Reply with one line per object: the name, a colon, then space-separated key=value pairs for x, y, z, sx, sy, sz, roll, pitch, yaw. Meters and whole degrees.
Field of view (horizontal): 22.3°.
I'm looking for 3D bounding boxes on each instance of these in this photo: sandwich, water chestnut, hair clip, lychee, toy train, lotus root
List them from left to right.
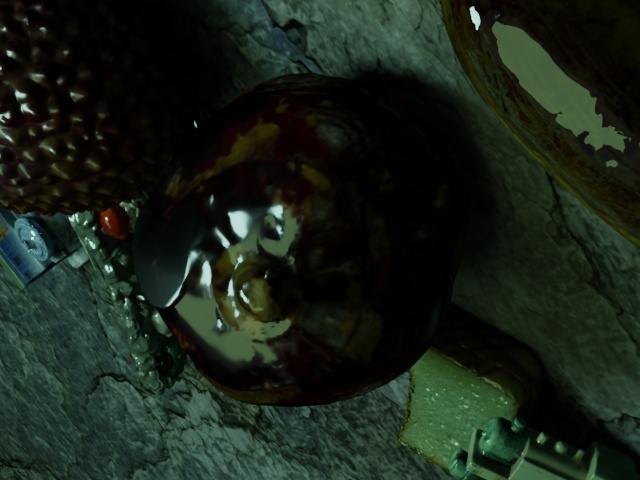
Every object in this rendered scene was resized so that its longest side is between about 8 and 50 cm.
toy train: x=-0.430 y=-0.075 z=2.225 sx=0.299 sy=0.131 sz=0.202 roll=54 pitch=151 yaw=-6
lychee: x=-0.296 y=-0.165 z=1.784 sx=0.330 sy=0.306 sz=0.306 roll=20 pitch=146 yaw=-1
hair clip: x=-0.226 y=0.048 z=2.120 sx=0.091 sy=0.138 sz=0.321 roll=-9 pitch=120 yaw=22
water chestnut: x=0.000 y=0.000 z=1.645 sx=0.335 sy=0.347 sz=0.335 roll=-1 pitch=88 yaw=28
sandwich: x=0.163 y=0.180 z=1.803 sx=0.186 sy=0.065 sz=0.214 roll=29 pitch=144 yaw=30
toy train: x=0.236 y=0.252 z=1.707 sx=0.194 sy=0.080 sz=0.125 roll=25 pitch=124 yaw=-6
lotus root: x=0.230 y=-0.121 z=1.272 sx=0.397 sy=0.179 sz=0.196 roll=48 pitch=164 yaw=-3
